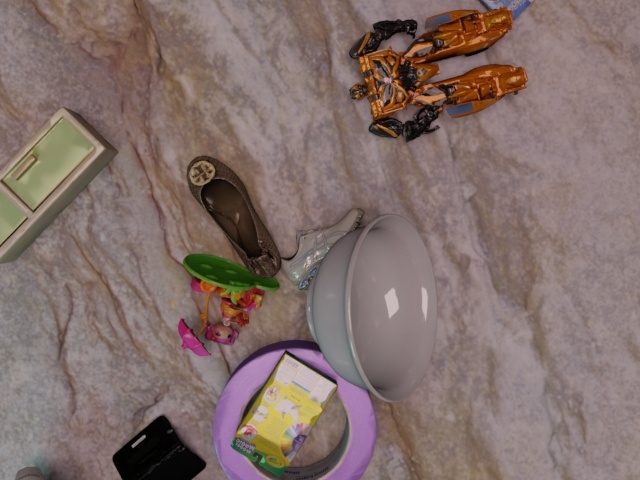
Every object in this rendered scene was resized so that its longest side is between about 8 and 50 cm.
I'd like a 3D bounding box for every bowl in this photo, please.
[{"bbox_3d":[0.070,0.108,1.220,0.134,0.297,0.298,-3,92,34],"label":"bowl"}]

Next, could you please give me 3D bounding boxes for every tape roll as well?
[{"bbox_3d":[-0.043,0.314,1.287,0.274,0.090,0.275,0,92,0],"label":"tape roll"}]

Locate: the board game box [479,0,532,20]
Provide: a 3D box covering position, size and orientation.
[{"bbox_3d":[0.325,-0.434,1.303,0.090,0.020,0.090,44,92,-3],"label":"board game box"}]

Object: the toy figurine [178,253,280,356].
[{"bbox_3d":[-0.174,0.125,1.286,0.173,0.130,0.159,13,106,-25],"label":"toy figurine"}]

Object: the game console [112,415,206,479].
[{"bbox_3d":[-0.285,0.390,1.324,0.122,0.071,0.107,-40,62,0],"label":"game console"}]

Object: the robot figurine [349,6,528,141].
[{"bbox_3d":[0.191,-0.289,1.272,0.290,0.085,0.211,-16,94,0],"label":"robot figurine"}]

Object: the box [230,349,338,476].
[{"bbox_3d":[-0.060,0.283,1.221,0.105,0.043,0.179,32,89,-2],"label":"box"}]

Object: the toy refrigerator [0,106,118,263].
[{"bbox_3d":[-0.481,-0.091,1.267,0.102,0.094,0.269,45,91,-2],"label":"toy refrigerator"}]

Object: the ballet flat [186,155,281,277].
[{"bbox_3d":[-0.149,-0.042,1.278,0.084,0.058,0.250,-34,83,7],"label":"ballet flat"}]

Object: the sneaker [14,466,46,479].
[{"bbox_3d":[-0.468,0.518,1.280,0.111,0.129,0.297,-6,112,-19],"label":"sneaker"}]

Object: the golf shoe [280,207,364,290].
[{"bbox_3d":[0.000,0.000,1.291,0.086,0.069,0.176,41,90,4],"label":"golf shoe"}]
